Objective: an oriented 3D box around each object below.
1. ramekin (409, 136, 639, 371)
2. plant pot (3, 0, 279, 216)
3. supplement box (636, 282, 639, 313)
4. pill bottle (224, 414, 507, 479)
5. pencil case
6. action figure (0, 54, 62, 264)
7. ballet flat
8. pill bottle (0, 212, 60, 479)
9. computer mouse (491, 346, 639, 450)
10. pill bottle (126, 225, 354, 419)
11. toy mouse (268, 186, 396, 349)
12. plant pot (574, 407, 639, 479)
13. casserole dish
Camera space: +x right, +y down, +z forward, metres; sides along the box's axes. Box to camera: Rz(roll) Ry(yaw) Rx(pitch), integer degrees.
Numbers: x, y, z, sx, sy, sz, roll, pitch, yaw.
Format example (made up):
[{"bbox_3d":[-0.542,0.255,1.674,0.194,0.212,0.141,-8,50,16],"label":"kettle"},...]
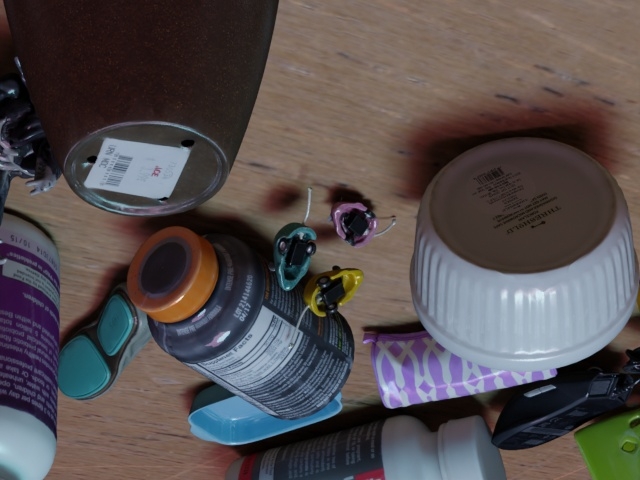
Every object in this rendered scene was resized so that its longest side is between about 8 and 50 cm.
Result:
[{"bbox_3d":[0.178,0.003,1.314,0.207,0.207,0.109,-7,138,3],"label":"ramekin"},{"bbox_3d":[-0.122,-0.139,1.018,0.215,0.230,0.215,-3,147,-2],"label":"plant pot"},{"bbox_3d":[0.434,0.073,1.542,0.188,0.104,0.081,-22,145,23],"label":"supplement box"},{"bbox_3d":[0.057,0.310,1.786,0.318,0.176,0.176,-17,145,17],"label":"pill bottle"},{"bbox_3d":[0.156,0.122,1.599,0.206,0.086,0.088,-14,112,10],"label":"pencil case"},{"bbox_3d":[-0.283,-0.053,1.165,0.275,0.141,0.164,-7,146,11],"label":"action figure"},{"bbox_3d":[-0.208,0.104,1.535,0.068,0.072,0.213,-20,163,-39],"label":"ballet flat"},{"bbox_3d":[-0.322,0.135,1.344,0.169,0.302,0.169,-4,147,-3],"label":"pill bottle"},{"bbox_3d":[0.327,0.173,1.734,0.184,0.060,0.262,8,147,-42],"label":"computer mouse"},{"bbox_3d":[-0.080,0.075,1.447,0.130,0.130,0.245,-22,143,24],"label":"pill bottle"},{"bbox_3d":[0.000,0.000,1.393,0.161,0.031,0.143,-38,131,-19],"label":"toy mouse"},{"bbox_3d":[0.455,0.297,1.750,0.207,0.228,0.227,-28,156,12],"label":"plant pot"},{"bbox_3d":[-0.064,0.184,1.701,0.188,0.037,0.114,-21,144,21],"label":"casserole dish"}]
